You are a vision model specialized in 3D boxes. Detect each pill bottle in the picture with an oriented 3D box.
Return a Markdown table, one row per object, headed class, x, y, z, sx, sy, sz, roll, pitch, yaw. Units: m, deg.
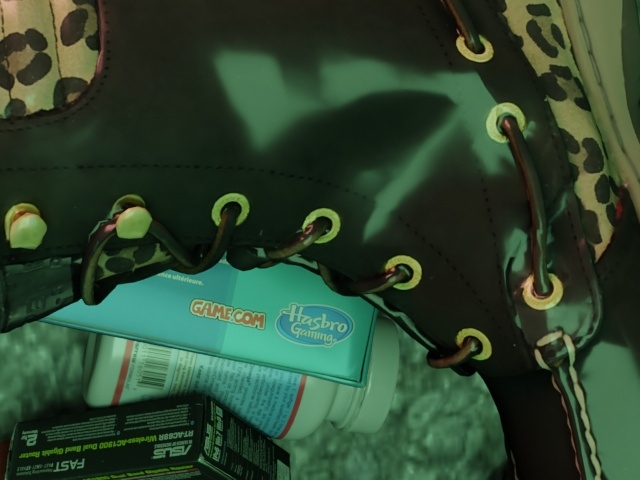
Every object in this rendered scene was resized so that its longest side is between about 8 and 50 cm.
| class | x | y | z | sx | sy | sz | roll | pitch | yaw |
| --- | --- | --- | --- | --- | --- | --- | --- | --- | --- |
| pill bottle | -0.043 | 0.061 | 0.764 | 0.160 | 0.087 | 0.087 | 11 | 101 | -13 |

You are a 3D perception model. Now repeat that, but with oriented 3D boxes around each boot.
| class | x | y | z | sx | sy | sz | roll | pitch | yaw |
| --- | --- | --- | --- | --- | --- | --- | --- | --- | --- |
| boot | 0.000 | 0.000 | 0.579 | 0.284 | 0.138 | 0.377 | -8 | 87 | -15 |

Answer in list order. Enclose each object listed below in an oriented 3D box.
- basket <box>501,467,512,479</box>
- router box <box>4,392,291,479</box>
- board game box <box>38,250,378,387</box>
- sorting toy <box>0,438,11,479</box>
| class | x | y | z | sx | sy | sz | roll | pitch | yaw |
| --- | --- | --- | --- | --- | --- | --- | --- | --- | --- |
| basket | 0.215 | 0.210 | 0.823 | 0.204 | 0.154 | 0.227 | -40 | 104 | -1 |
| router box | -0.090 | 0.121 | 0.746 | 0.122 | 0.038 | 0.092 | -12 | 148 | 24 |
| board game box | -0.073 | -0.119 | 0.676 | 0.254 | 0.079 | 0.336 | 13 | 85 | -14 |
| sorting toy | -0.260 | 0.088 | 0.736 | 0.126 | 0.127 | 0.365 | -26 | 110 | 22 |
